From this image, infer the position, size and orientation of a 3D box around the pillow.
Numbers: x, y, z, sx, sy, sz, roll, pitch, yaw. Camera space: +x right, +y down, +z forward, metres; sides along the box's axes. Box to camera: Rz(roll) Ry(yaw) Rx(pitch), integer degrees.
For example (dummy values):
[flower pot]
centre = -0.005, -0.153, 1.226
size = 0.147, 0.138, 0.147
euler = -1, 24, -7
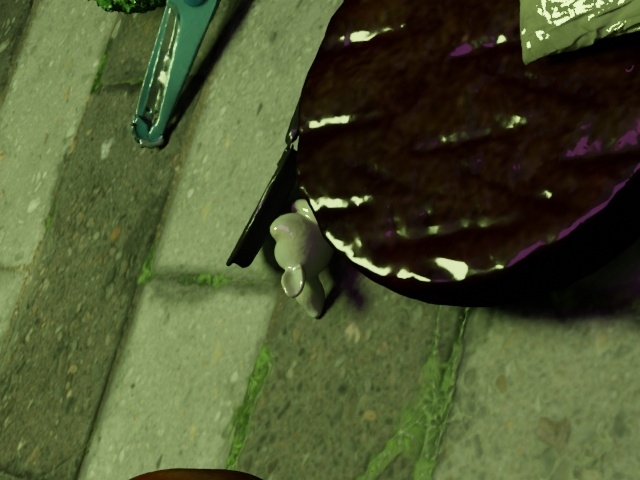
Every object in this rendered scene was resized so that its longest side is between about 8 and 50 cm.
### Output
[pillow]
centre = 0.232, -0.221, 1.077
size = 0.229, 0.050, 0.148
euler = -10, 77, 54

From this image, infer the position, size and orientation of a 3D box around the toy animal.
[toy animal]
centre = -0.004, -0.004, 1.364
size = 0.085, 0.071, 0.124
euler = 40, 92, 29

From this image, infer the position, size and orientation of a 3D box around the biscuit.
[biscuit]
centre = 0.160, -0.131, 1.219
size = 0.407, 0.091, 0.407
euler = -21, 53, 31

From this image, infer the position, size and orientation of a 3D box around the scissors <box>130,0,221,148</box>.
[scissors]
centre = -0.132, -0.285, 1.647
size = 0.032, 0.180, 0.393
euler = -67, -1, -75

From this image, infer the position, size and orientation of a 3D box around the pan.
[pan]
centre = -0.037, -0.071, 1.449
size = 0.235, 0.028, 0.136
euler = -68, 8, -31

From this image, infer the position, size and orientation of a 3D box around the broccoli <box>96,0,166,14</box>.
[broccoli]
centre = -0.228, -0.405, 1.745
size = 0.261, 0.241, 0.269
euler = -21, 81, 18

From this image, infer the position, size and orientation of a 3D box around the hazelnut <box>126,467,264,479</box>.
[hazelnut]
centre = -0.122, 0.301, 1.228
size = 0.217, 0.217, 0.251
euler = 54, 135, 49
